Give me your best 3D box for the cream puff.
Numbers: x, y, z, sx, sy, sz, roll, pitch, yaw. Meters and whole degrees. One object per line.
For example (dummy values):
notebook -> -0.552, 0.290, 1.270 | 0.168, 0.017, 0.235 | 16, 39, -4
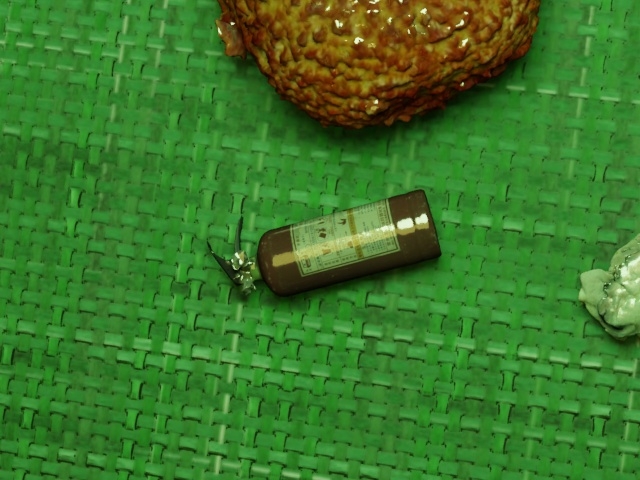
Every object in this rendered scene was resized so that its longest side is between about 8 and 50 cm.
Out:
cream puff -> 0.052, -0.269, 1.386 | 0.351, 0.229, 0.350 | -1, 86, 10

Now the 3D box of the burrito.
burrito -> 0.388, -0.015, 1.405 | 0.309, 0.066, 0.096 | -36, 88, 5

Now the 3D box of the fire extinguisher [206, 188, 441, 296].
fire extinguisher -> 0.000, 0.000, 1.460 | 0.231, 0.071, 0.099 | -14, 57, 8
